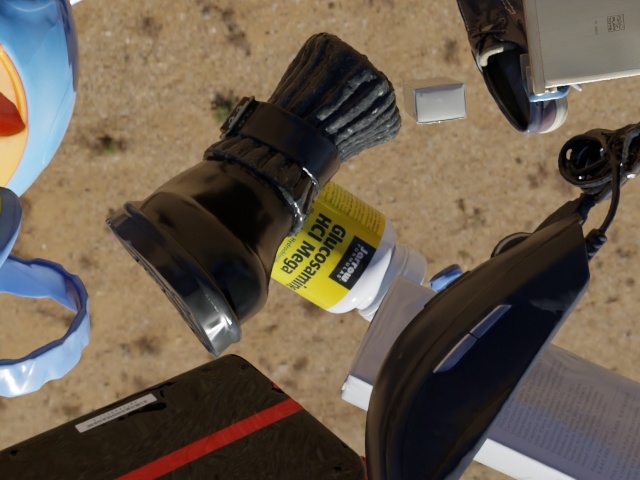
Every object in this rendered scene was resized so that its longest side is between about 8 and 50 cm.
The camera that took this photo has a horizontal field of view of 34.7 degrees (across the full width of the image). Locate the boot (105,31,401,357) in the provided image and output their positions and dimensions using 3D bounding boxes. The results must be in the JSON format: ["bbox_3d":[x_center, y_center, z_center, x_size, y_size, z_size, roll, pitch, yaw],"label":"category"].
[{"bbox_3d":[-0.039,-0.056,0.854,0.260,0.348,0.131,-40,104,-1],"label":"boot"}]

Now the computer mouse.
[{"bbox_3d":[0.093,0.029,0.559,0.262,0.060,0.184,-55,177,2],"label":"computer mouse"}]

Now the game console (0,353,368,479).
[{"bbox_3d":[-0.168,0.280,1.162,0.387,0.342,0.060,-20,121,-30],"label":"game console"}]

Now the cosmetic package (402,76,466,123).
[{"bbox_3d":[0.132,-0.165,1.198,0.060,0.115,0.041,-6,103,1],"label":"cosmetic package"}]

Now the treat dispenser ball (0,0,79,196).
[{"bbox_3d":[-0.320,-0.135,0.733,0.288,0.288,0.288,-5,146,-4],"label":"treat dispenser ball"}]

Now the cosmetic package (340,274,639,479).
[{"bbox_3d":[0.135,0.116,0.721,0.231,0.085,0.117,26,164,4],"label":"cosmetic package"}]

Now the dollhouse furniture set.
[{"bbox_3d":[0.349,-0.333,1.310,0.198,0.303,0.286,-7,105,9],"label":"dollhouse furniture set"}]

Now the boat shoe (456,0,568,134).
[{"bbox_3d":[0.275,-0.289,1.536,0.103,0.285,0.092,-25,178,40],"label":"boat shoe"}]

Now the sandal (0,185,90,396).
[{"bbox_3d":[-0.250,0.085,0.591,0.317,0.126,0.138,-38,129,24],"label":"sandal"}]

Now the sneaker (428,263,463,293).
[{"bbox_3d":[0.186,0.084,1.449,0.053,0.059,0.144,-26,149,-10],"label":"sneaker"}]

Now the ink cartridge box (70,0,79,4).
[{"bbox_3d":[-0.462,-0.463,1.734,0.186,0.311,0.065,-25,136,10],"label":"ink cartridge box"}]

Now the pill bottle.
[{"bbox_3d":[0.000,0.000,1.681,0.334,0.188,0.188,32,134,-13],"label":"pill bottle"}]
